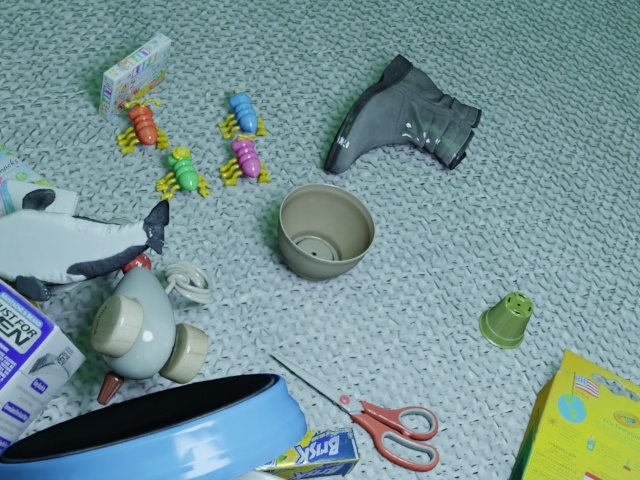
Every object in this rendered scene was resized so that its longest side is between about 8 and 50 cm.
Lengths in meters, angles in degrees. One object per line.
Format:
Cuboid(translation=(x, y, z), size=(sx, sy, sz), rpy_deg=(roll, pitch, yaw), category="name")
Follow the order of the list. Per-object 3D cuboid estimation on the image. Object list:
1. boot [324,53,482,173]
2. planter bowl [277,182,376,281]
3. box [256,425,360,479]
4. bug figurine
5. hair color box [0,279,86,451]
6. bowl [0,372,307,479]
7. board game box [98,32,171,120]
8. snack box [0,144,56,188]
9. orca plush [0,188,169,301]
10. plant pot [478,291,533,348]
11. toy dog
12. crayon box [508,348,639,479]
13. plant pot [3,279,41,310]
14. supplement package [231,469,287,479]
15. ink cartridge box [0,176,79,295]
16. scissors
Cuboid(translation=(0.168, -0.200, 1.889), size=(0.223, 0.118, 0.338), rpy_deg=(35, 55, 3), category="boot")
Cuboid(translation=(0.000, 0.000, 1.677), size=(0.162, 0.109, 0.162), rpy_deg=(9, 52, -11), category="planter bowl")
Cuboid(translation=(-0.033, 0.311, 1.458), size=(0.169, 0.059, 0.054), rpy_deg=(-3, 57, -20), category="box")
Cuboid(translation=(-0.203, -0.177, 1.771), size=(0.279, 0.072, 0.216), rpy_deg=(-12, 58, -26), category="bug figurine")
Cuboid(translation=(-0.449, 0.225, 1.233), size=(0.110, 0.185, 0.339), rpy_deg=(38, 74, 10), category="hair color box")
Cuboid(translation=(-0.213, 0.247, 1.245), size=(0.391, 0.391, 0.077), rpy_deg=(-14, 91, -27), category="bowl")
Cuboid(translation=(-0.330, -0.291, 1.796), size=(0.026, 0.103, 0.154), rpy_deg=(35, 52, 10), category="board game box")
Cuboid(translation=(-0.505, -0.083, 1.621), size=(0.141, 0.037, 0.100), rpy_deg=(37, 50, 12), category="snack box")
Cuboid(translation=(-0.340, -0.002, 1.407), size=(0.287, 0.102, 0.151), rpy_deg=(-19, 83, 8), category="orca plush")
Cuboid(translation=(0.320, 0.127, 1.703), size=(0.083, 0.079, 0.083), rpy_deg=(9, 51, -11), category="plant pot")
Cuboid(translation=(-0.284, 0.112, 1.458), size=(0.220, 0.161, 0.333), rpy_deg=(38, 13, -15), category="toy dog")
Cuboid(translation=(0.415, 0.344, 1.567), size=(0.202, 0.081, 0.318), rpy_deg=(28, 51, 4), category="crayon box")
Cuboid(translation=(-0.458, 0.128, 1.430), size=(0.095, 0.134, 0.134), rpy_deg=(-16, 56, 4), category="plant pot")
Cuboid(translation=(-0.058, 0.379, 1.279), size=(0.194, 0.203, 0.149), rpy_deg=(21, 77, -2), category="supplement package")
Cuboid(translation=(-0.476, -0.013, 1.498), size=(0.213, 0.154, 0.093), rpy_deg=(10, 47, -11), category="ink cartridge box")
Cuboid(translation=(0.049, 0.262, 1.547), size=(0.297, 0.021, 0.109), rpy_deg=(22, 52, -3), category="scissors")
